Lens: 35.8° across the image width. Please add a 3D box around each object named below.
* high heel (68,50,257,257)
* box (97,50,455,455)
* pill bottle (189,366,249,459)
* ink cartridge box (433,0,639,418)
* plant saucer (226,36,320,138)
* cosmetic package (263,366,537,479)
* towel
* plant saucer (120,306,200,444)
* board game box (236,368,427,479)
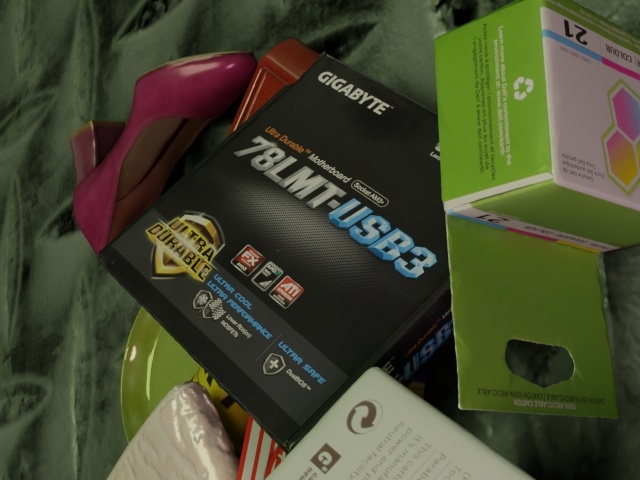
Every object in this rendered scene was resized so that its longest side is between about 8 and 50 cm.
[{"bbox_3d":[-0.187,-0.100,1.230,0.377,0.127,0.181,-22,79,49],"label":"high heel"},{"bbox_3d":[0.000,0.000,0.843,0.293,0.073,0.295,-44,50,-10],"label":"box"},{"bbox_3d":[-0.043,0.115,0.969,0.208,0.119,0.119,-56,43,24],"label":"pill bottle"},{"bbox_3d":[0.179,-0.013,0.678,0.097,0.189,0.255,-18,68,45],"label":"ink cartridge box"},{"bbox_3d":[-0.041,-0.069,1.074,0.258,0.048,0.259,44,115,47],"label":"plant saucer"},{"bbox_3d":[0.158,0.281,0.559,0.161,0.230,0.453,-46,38,-12],"label":"cosmetic package"},{"bbox_3d":[-0.110,0.346,0.942,0.332,0.053,0.317,60,139,22],"label":"towel"},{"bbox_3d":[-0.160,0.158,1.165,0.241,0.037,0.241,-16,69,48],"label":"plant saucer"},{"bbox_3d":[0.005,0.185,0.839,0.045,0.147,0.193,110,171,-66],"label":"board game box"}]
